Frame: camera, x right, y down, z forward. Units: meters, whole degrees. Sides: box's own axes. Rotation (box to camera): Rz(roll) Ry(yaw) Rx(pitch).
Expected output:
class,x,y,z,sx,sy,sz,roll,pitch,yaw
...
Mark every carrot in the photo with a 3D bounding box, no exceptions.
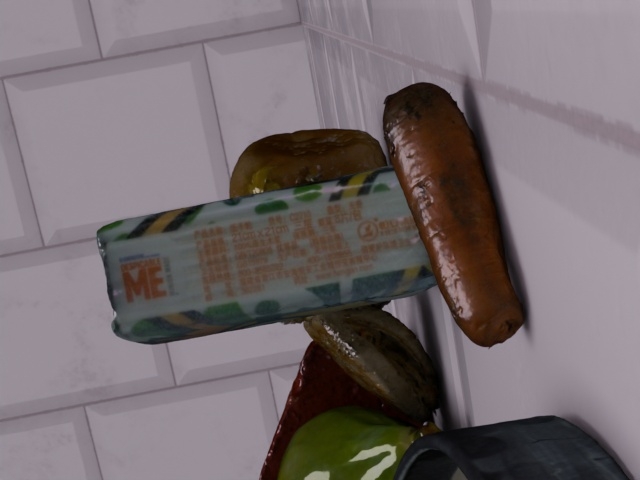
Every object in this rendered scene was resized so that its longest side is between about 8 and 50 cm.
class,x,y,z,sx,sy,sz,roll,pitch,yaw
carrot,0.087,-0.018,0.652,0.060,0.060,0.186,83,171,-71

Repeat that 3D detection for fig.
class,x,y,z,sx,sy,sz,roll,pitch,yaw
fig,0.058,0.260,1.113,0.233,0.233,0.314,-103,13,-57

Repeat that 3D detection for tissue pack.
class,x,y,z,sx,sy,sz,roll,pitch,yaw
tissue pack,-0.046,0.018,1.003,0.228,0.311,0.128,108,152,-85

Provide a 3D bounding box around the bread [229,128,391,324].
class,x,y,z,sx,sy,sz,roll,pitch,yaw
bread,0.000,0.000,1.223,0.176,0.195,0.246,-72,-28,-61

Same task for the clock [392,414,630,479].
class,x,y,z,sx,sy,sz,roll,pitch,yaw
clock,0.101,0.286,0.522,0.386,0.076,0.386,179,90,-81

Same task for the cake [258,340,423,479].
class,x,y,z,sx,sy,sz,roll,pitch,yaw
cake,0.033,0.251,1.324,0.151,0.177,0.283,89,-158,-86

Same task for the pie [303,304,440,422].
class,x,y,z,sx,sy,sz,roll,pitch,yaw
pie,0.060,0.132,1.154,0.193,0.079,0.163,47,161,-31
